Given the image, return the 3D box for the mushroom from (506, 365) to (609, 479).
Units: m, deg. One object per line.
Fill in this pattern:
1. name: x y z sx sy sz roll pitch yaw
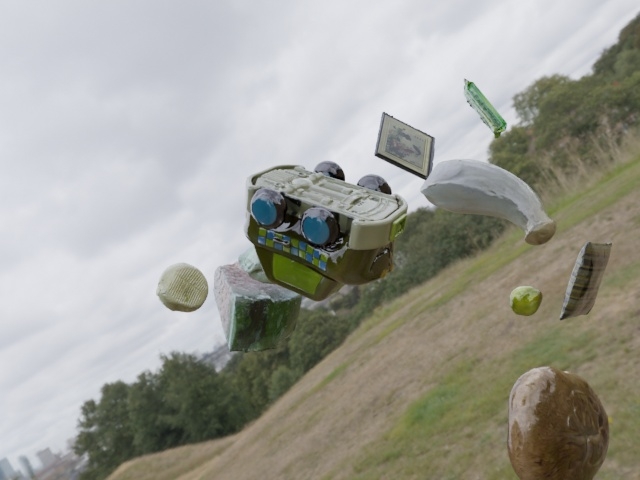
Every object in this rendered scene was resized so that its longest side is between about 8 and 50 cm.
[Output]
1. mushroom: 0.475 0.377 1.121 0.278 0.278 0.146 -31 12 -29

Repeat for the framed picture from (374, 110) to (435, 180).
1. framed picture: 0.260 -0.288 1.706 0.010 0.195 0.199 -49 22 52

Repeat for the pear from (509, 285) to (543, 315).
1. pear: 0.608 0.175 1.661 0.097 0.092 0.092 -24 0 23

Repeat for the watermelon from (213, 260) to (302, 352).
1. watermelon: -0.195 0.164 1.667 0.264 0.302 0.151 -5 -31 -47

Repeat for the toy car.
1. toy car: 0.000 0.000 0.873 0.204 0.248 0.198 -34 -43 -53

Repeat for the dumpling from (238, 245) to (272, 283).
1. dumpling: -0.113 0.043 1.504 0.217 0.149 0.105 -1 -30 -20

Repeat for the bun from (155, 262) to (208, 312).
1. bun: -0.307 0.106 1.244 0.115 0.115 0.069 -30 12 -37

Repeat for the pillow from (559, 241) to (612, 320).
1. pillow: 0.695 0.103 1.472 0.208 0.052 0.212 3 -73 -48

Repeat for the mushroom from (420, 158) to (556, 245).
1. mushroom: 0.331 -0.084 1.079 0.103 0.270 0.118 35 -96 -51

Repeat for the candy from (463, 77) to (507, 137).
1. candy: 0.444 -0.362 1.532 0.032 0.178 0.102 -37 -6 4
